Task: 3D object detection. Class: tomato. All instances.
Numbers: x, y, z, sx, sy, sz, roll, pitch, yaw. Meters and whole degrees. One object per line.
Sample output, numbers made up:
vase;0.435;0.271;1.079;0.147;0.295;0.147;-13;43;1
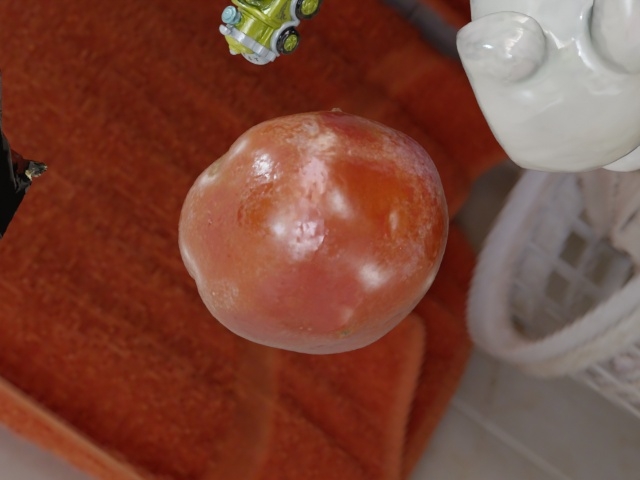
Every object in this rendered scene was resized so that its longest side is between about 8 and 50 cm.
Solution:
tomato;0.003;-0.002;1.218;0.232;0.232;0.189;-41;54;50

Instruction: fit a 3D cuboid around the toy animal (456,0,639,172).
toy animal;0.280;-0.173;0.989;0.367;0.241;0.196;-23;51;27

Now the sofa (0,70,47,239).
sofa;-0.313;-0.079;0.949;0.258;0.182;0.200;88;-165;-47

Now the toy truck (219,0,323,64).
toy truck;-0.057;-0.231;1.412;0.111;0.076;0.077;-58;-33;5
